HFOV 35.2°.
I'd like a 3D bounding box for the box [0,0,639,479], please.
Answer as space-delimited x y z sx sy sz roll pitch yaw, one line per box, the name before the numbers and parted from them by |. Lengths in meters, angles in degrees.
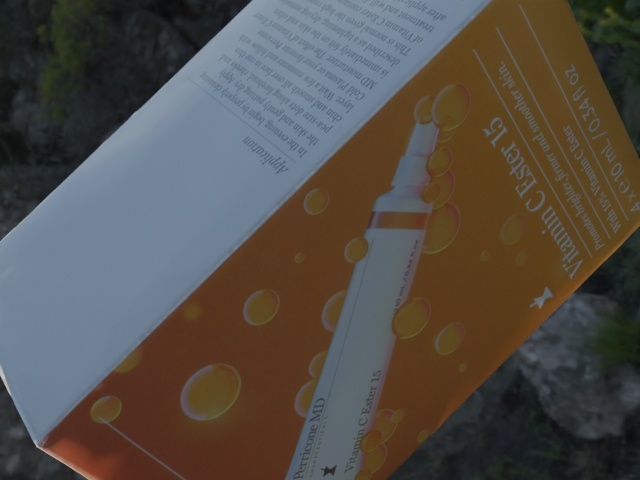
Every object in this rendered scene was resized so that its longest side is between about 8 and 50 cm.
box | 0.000 0.000 0.605 0.345 0.215 0.168 -45 41 -4
